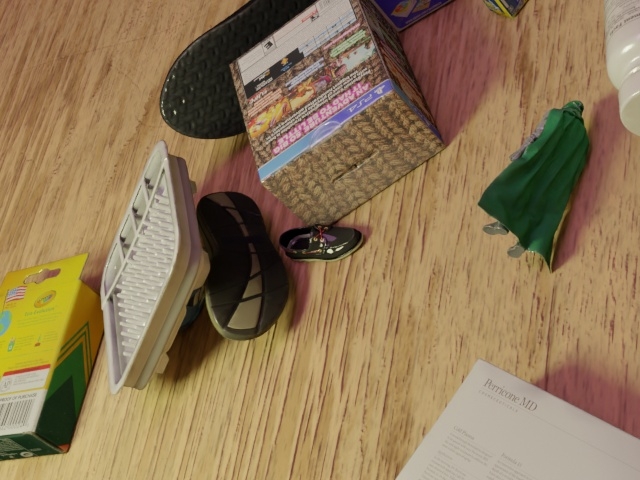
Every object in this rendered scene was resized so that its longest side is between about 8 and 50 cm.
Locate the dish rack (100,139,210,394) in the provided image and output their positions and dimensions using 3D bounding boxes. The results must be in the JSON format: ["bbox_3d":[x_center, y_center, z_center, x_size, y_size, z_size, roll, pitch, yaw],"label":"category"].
[{"bbox_3d":[-0.239,0.042,2.129,0.285,0.072,0.332,-63,23,26],"label":"dish rack"}]

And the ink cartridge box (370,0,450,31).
[{"bbox_3d":[0.143,-0.432,2.159,0.206,0.208,0.045,-28,44,22],"label":"ink cartridge box"}]

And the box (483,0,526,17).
[{"bbox_3d":[0.299,-0.408,2.116,0.169,0.059,0.054,-51,38,-5],"label":"box"}]

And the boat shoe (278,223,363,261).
[{"bbox_3d":[0.000,0.002,2.064,0.133,0.042,0.049,-7,53,37],"label":"boat shoe"}]

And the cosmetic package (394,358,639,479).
[{"bbox_3d":[0.236,0.320,1.546,0.377,0.097,0.284,26,79,49],"label":"cosmetic package"}]

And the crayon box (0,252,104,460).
[{"bbox_3d":[-0.448,0.184,2.284,0.202,0.081,0.318,-11,52,35],"label":"crayon box"}]

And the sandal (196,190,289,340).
[{"bbox_3d":[-0.117,0.043,2.103,0.302,0.120,0.086,-103,21,-51],"label":"sandal"}]

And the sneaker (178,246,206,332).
[{"bbox_3d":[-0.198,0.071,2.169,0.053,0.059,0.144,21,76,47],"label":"sneaker"}]

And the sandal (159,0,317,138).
[{"bbox_3d":[-0.083,-0.328,2.348,0.446,0.167,0.107,-47,14,-11],"label":"sandal"}]

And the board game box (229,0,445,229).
[{"bbox_3d":[0.018,-0.200,2.132,0.232,0.141,0.291,-34,41,16],"label":"board game box"}]

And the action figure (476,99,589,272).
[{"bbox_3d":[0.282,-0.088,1.842,0.063,0.137,0.232,-9,43,53],"label":"action figure"}]

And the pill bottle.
[{"bbox_3d":[0.421,-0.245,1.816,0.131,0.131,0.229,-19,48,31],"label":"pill bottle"}]
